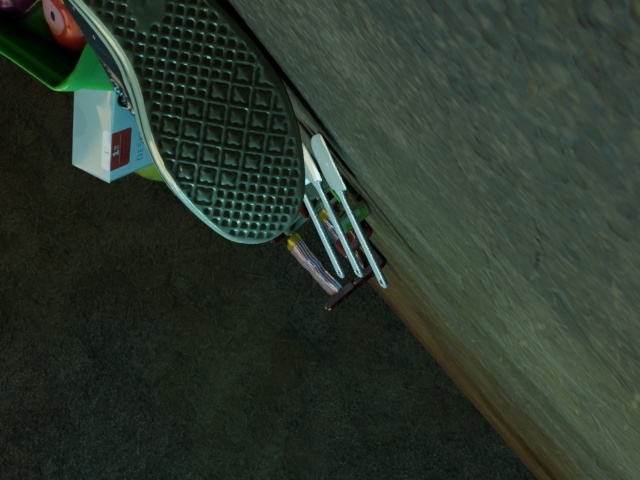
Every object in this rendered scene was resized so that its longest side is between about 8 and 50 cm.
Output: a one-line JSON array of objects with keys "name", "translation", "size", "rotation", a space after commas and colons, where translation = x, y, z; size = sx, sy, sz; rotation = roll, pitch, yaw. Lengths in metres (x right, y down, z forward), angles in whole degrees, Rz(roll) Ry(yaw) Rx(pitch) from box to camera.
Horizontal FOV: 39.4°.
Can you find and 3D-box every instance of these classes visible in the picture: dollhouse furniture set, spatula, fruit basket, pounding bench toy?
[{"name": "dollhouse furniture set", "translation": [0.000, 0.000, 1.671], "size": [0.201, 0.152, 0.374], "rotation": [50, 178, 10]}, {"name": "spatula", "translation": [0.015, -0.044, 1.278], "size": [0.168, 0.019, 0.242], "rotation": [7, 127, 61]}, {"name": "fruit basket", "translation": [-0.406, -0.396, 1.229], "size": [0.392, 0.283, 0.392], "rotation": [28, -173, -4]}, {"name": "pounding bench toy", "translation": [0.029, -0.060, 1.320], "size": [0.065, 0.052, 0.083], "rotation": [50, 178, 22]}]

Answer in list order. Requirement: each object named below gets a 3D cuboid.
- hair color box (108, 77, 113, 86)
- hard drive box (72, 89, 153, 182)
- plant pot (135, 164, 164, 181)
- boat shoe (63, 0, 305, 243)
[{"name": "hair color box", "translation": [-0.175, -0.206, 1.358], "size": [0.105, 0.174, 0.347], "rotation": [51, 178, 9]}, {"name": "hard drive box", "translation": [-0.299, -0.223, 1.493], "size": [0.089, 0.232, 0.181], "rotation": [26, 124, 23]}, {"name": "plant pot", "translation": [-0.262, -0.252, 1.769], "size": [0.275, 0.275, 0.293], "rotation": [51, 163, -20]}, {"name": "boat shoe", "translation": [-0.177, -0.222, 1.098], "size": [0.500, 0.187, 0.156], "rotation": [57, 178, -14]}]
